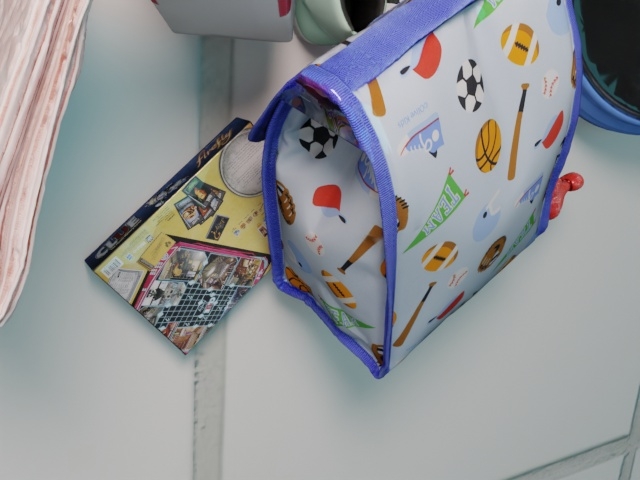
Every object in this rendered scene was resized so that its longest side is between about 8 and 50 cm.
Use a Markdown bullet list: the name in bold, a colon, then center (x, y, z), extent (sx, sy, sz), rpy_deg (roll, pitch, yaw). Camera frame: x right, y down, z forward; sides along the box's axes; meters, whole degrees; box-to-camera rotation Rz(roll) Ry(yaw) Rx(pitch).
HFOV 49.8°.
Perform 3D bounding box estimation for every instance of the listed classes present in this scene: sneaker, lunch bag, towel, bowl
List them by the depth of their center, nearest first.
- **towel**: center (-0.245, -0.125, 0.539), extent (0.053, 0.332, 0.317), rpy_deg (17, 95, -35)
- **sneaker**: center (0.009, -0.336, 0.734), extent (0.094, 0.151, 0.255), rpy_deg (-27, 117, -20)
- **lunch bag**: center (0.106, -0.099, 0.745), extent (0.328, 0.239, 0.385), rpy_deg (-40, 151, -25)
- **bowl**: center (0.501, -0.348, 1.003), extent (0.391, 0.077, 0.391), rpy_deg (-2, 103, -11)

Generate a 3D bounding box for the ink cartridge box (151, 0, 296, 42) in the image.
- **ink cartridge box**: center (-0.073, -0.349, 0.585), extent (0.131, 0.226, 0.306), rpy_deg (6, 93, -1)

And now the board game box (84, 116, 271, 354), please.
- **board game box**: center (-0.131, -0.004, 0.826), extent (0.243, 0.042, 0.165), rpy_deg (-45, 124, -11)

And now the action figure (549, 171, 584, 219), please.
- **action figure**: center (0.241, -0.063, 1.022), extent (0.280, 0.139, 0.091), rpy_deg (-16, 119, -2)
